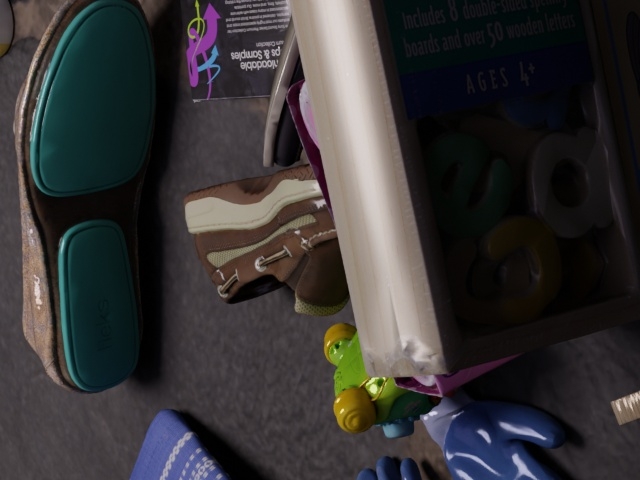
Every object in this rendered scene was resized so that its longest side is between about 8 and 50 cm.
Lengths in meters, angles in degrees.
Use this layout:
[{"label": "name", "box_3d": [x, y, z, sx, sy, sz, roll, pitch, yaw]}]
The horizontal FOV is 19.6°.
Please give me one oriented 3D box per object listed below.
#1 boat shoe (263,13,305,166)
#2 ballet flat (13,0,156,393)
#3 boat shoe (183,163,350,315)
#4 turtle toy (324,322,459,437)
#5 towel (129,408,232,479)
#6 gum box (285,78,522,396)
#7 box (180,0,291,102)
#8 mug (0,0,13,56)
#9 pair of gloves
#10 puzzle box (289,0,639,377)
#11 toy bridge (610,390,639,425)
[{"label": "boat shoe", "box_3d": [0.014, -0.131, 1.134, 0.075, 0.065, 0.206, -90, 17, -65]}, {"label": "ballet flat", "box_3d": [-0.186, -0.042, 1.356, 0.106, 0.107, 0.316, 34, 124, 52]}, {"label": "boat shoe", "box_3d": [0.007, -0.001, 1.169, 0.257, 0.095, 0.095, -9, 91, 59]}, {"label": "turtle toy", "box_3d": [0.059, 0.069, 1.132, 0.130, 0.066, 0.095, -45, 26, 21]}, {"label": "towel", "box_3d": [-0.070, 0.303, 1.304, 0.336, 0.040, 0.243, 43, 119, 46]}, {"label": "gum box", "box_3d": [0.066, -0.023, 1.021, 0.062, 0.107, 0.188, 2, 114, 68]}, {"label": "box", "box_3d": [-0.049, -0.174, 1.226, 0.116, 0.029, 0.162, 2, 100, 46]}, {"label": "mug", "box_3d": [-0.283, -0.163, 1.450, 0.062, 0.064, 0.078, -11, 93, 47]}, {"label": "pair of gloves", "box_3d": [0.089, 0.171, 1.170, 0.159, 0.023, 0.198, 50, 126, 32]}, {"label": "puzzle box", "box_3d": [0.167, -0.123, 0.733, 0.052, 0.409, 0.272, -10, 93, 57]}, {"label": "toy bridge", "box_3d": [0.165, 0.013, 1.049, 0.063, 0.026, 0.188, -31, 78, 46]}]
